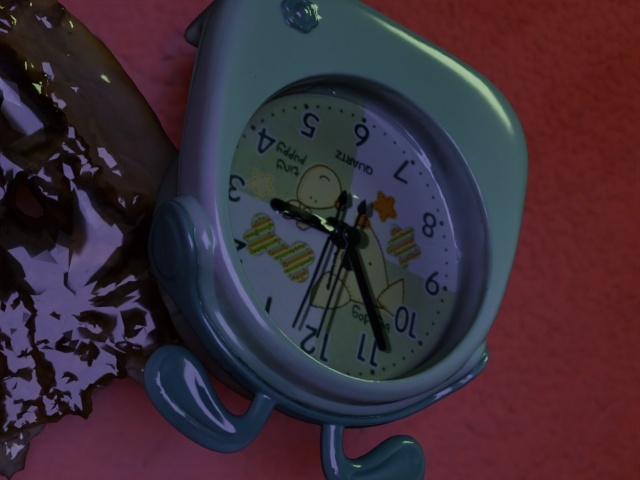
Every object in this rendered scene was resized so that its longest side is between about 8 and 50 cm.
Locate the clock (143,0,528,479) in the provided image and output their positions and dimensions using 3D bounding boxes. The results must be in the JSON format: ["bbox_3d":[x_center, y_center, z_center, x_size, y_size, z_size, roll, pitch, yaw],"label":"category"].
[{"bbox_3d":[0.001,0.000,0.470,0.148,0.060,0.189,28,61,-25],"label":"clock"}]

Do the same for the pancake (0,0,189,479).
[{"bbox_3d":[-0.167,0.005,0.475,0.266,0.057,0.244,29,85,-4],"label":"pancake"}]
